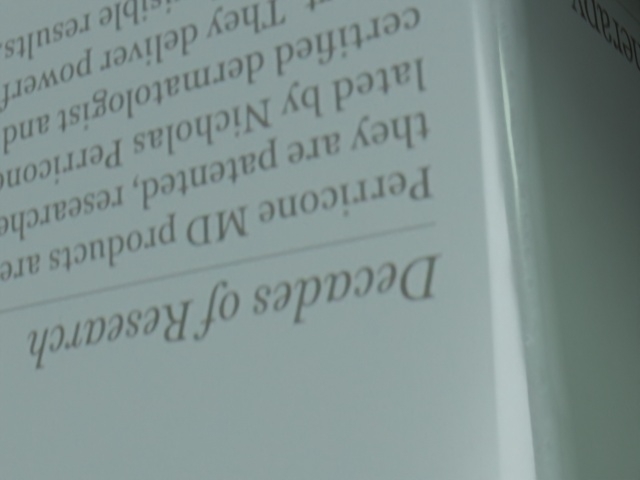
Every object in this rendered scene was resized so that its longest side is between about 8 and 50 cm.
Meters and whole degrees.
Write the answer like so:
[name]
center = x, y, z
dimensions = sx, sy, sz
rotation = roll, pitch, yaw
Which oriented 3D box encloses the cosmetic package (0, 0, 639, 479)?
[cosmetic package]
center = 0.000, 0.000, 0.587
dimensions = 0.327, 0.329, 0.394
rotation = -12, 72, 29
